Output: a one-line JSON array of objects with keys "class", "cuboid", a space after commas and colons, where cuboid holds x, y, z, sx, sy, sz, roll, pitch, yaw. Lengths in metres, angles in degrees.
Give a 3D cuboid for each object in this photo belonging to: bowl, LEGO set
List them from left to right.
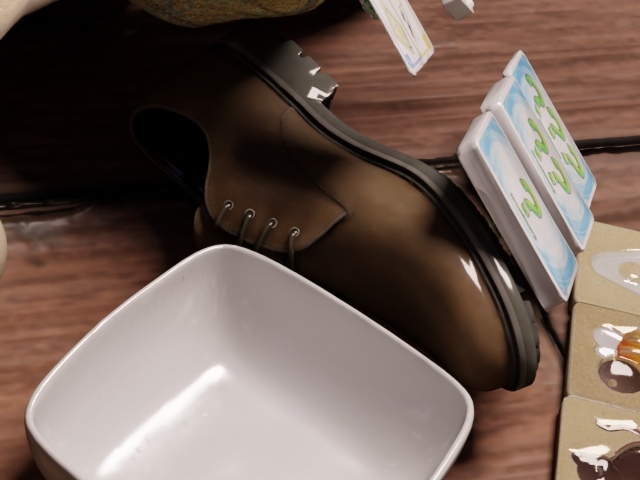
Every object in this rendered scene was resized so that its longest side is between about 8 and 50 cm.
[{"class": "bowl", "cuboid": [-0.028, 0.081, 0.740, 0.142, 0.053, 0.142, 32, 45, 18]}, {"class": "LEGO set", "cuboid": [0.067, -0.110, 0.820, 0.244, 0.060, 0.182, 60, 20, -9]}]

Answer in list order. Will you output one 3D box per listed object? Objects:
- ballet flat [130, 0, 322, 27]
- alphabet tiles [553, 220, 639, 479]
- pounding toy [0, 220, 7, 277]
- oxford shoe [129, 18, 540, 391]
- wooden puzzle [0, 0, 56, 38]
[{"class": "ballet flat", "cuboid": [-0.015, -0.173, 0.930, 0.123, 0.123, 0.348, 22, 22, 8]}, {"class": "alphabet tiles", "cuboid": [0.272, 0.088, 0.842, 0.343, 0.011, 0.285, 13, 44, -1]}, {"class": "pounding toy", "cuboid": [-0.262, -0.022, 0.769, 0.237, 0.110, 0.183, 16, 22, -43]}, {"class": "oxford shoe", "cuboid": [0.000, 0.000, 0.820, 0.096, 0.083, 0.227, -31, 51, -26]}, {"class": "wooden puzzle", "cuboid": [-0.249, -0.158, 0.852, 0.322, 0.080, 0.348, 21, 20, 2]}]
